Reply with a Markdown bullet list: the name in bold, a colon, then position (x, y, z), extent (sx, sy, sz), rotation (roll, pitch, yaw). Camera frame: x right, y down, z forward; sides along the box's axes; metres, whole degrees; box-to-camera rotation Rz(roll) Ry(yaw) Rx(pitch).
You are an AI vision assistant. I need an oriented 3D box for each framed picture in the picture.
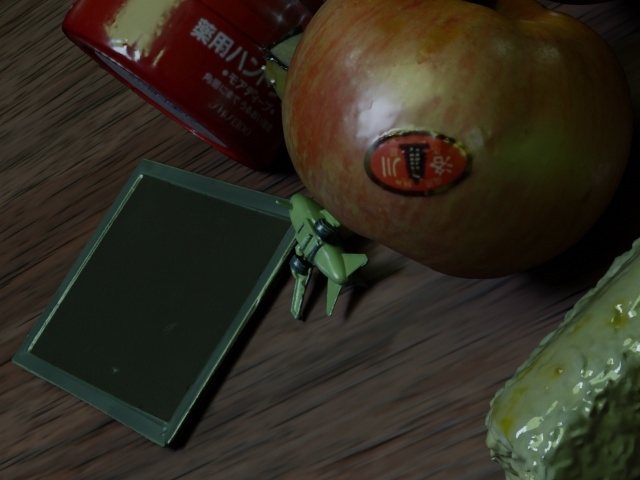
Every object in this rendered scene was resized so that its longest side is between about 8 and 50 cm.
- **framed picture**: position (-0.120, 0.039, 1.399), extent (0.252, 0.014, 0.197), rotation (18, 73, 54)

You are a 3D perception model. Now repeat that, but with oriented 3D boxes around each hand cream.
- **hand cream**: position (-0.082, -0.149, 1.377), extent (0.125, 0.193, 0.193), rotation (-56, 34, -2)

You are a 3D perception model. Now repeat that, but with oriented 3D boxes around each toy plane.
- **toy plane**: position (0.000, 0.000, 1.264), extent (0.102, 0.040, 0.111), rotation (-55, 41, 20)

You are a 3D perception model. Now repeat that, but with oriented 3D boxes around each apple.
- **apple**: position (0.079, -0.073, 1.107), extent (0.164, 0.209, 0.209), rotation (-64, 30, 18)

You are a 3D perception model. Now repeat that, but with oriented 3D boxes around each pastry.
- **pastry**: position (0.175, 0.054, 0.975), extent (0.258, 0.089, 0.121), rotation (-44, 7, 2)

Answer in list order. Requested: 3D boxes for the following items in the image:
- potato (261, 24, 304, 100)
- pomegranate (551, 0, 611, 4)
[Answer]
- **potato**: position (0.052, -0.116, 1.307), extent (0.172, 0.089, 0.101), rotation (-33, 46, -31)
- **pomegranate**: position (0.176, -0.268, 1.172), extent (0.221, 0.221, 0.257), rotation (-9, 24, 45)
